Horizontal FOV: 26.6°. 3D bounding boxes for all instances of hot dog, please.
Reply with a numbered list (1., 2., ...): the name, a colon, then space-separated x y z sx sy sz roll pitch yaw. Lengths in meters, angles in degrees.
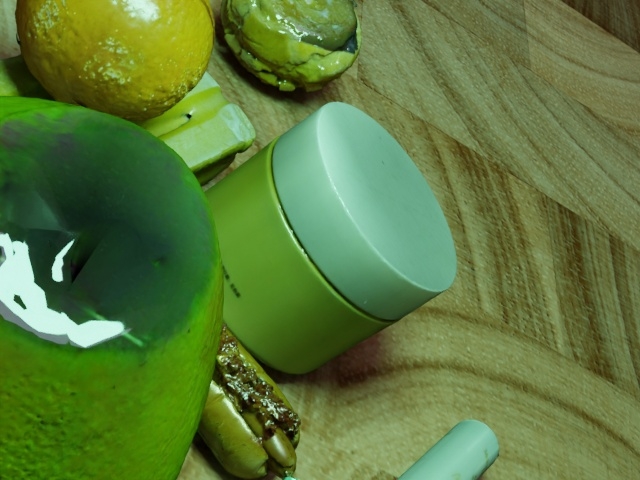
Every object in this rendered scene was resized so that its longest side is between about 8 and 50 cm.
1. hot dog: -0.097 0.122 1.253 0.249 0.076 0.102 50 30 14

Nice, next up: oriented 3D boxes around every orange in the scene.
1. orange: -0.192 -0.209 1.294 0.193 0.161 0.193 25 41 -25

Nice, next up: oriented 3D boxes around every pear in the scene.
1. pear: -0.219 0.035 1.061 0.398 0.165 0.399 18 54 -28

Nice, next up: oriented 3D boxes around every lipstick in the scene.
1. lipstick: 0.099 0.250 1.322 0.059 0.059 0.264 48 33 9

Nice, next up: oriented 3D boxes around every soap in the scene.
1. soap: -0.220 -0.111 1.378 0.199 0.091 0.315 46 33 5

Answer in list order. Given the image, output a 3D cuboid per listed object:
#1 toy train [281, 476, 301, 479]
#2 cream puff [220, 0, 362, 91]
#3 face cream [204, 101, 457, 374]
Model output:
1. toy train: 0.004 0.345 1.075 0.194 0.120 0.298 25 40 -4
2. cream puff: -0.038 -0.263 1.695 0.189 0.129 0.189 17 49 -21
3. face cream: 0.000 0.000 1.351 0.218 0.179 0.218 41 29 -29
